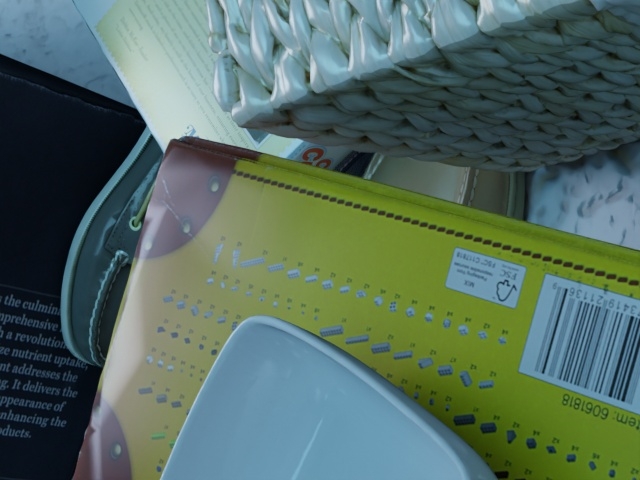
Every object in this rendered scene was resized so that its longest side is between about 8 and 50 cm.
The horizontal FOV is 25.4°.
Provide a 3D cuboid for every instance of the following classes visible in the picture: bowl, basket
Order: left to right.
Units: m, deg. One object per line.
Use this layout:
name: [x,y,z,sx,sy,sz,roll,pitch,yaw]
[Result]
bowl: [0.001,0.112,0.518,0.142,0.053,0.142,33,103,42]
basket: [0.119,-0.225,0.795,0.266,0.331,0.328,-17,77,39]

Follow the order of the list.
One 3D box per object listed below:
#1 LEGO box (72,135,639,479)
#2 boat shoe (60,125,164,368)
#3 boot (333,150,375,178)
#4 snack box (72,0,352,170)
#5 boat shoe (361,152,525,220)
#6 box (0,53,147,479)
LEGO box: [0.192,0.121,0.632,0.500,0.373,0.193,17,92,45]
boat shoe: [-0.113,-0.022,1.144,0.091,0.109,0.305,34,99,48]
boot: [0.000,0.000,1.072,0.086,0.069,0.190,49,114,20]
snack box: [-0.075,-0.178,1.058,0.187,0.060,0.322,-44,60,21]
boat shoe: [0.045,0.037,0.976,0.122,0.110,0.341,15,89,44]
box: [-0.423,0.031,1.302,0.480,0.297,0.471,24,94,44]
